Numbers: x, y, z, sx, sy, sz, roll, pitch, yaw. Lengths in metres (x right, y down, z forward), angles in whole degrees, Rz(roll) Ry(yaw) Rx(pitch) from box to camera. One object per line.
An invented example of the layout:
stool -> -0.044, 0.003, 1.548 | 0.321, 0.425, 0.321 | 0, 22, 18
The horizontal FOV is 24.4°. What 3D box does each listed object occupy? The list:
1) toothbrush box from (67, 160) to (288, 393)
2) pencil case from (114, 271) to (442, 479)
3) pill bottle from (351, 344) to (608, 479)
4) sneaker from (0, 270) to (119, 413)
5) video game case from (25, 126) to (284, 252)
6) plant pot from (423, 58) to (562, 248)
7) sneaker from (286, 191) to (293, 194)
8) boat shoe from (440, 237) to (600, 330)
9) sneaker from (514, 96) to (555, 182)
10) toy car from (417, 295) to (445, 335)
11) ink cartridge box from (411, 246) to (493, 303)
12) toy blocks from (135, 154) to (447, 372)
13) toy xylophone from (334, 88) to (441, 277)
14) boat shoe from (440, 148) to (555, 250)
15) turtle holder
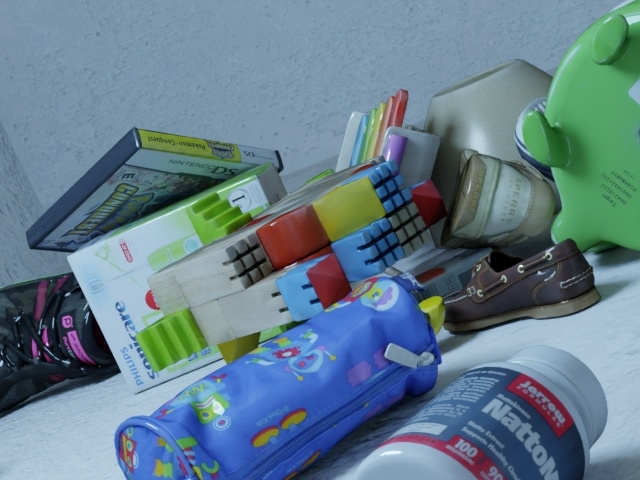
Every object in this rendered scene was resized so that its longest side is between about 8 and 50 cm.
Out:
toothbrush box -> -0.156, 0.048, 1.964 | 0.283, 0.206, 0.122 | -22, 8, 14
pencil case -> -0.025, 0.142, 1.287 | 0.306, 0.119, 0.133 | -29, 20, -30
pill bottle -> 0.108, 0.139, 0.943 | 0.108, 0.108, 0.180 | -17, 11, 41
sneaker -> -0.390, 0.131, 2.209 | 0.482, 0.185, 0.202 | -26, 4, -5
video game case -> -0.226, -0.055, 2.024 | 0.248, 0.035, 0.275 | 6, -33, -43
plant pot -> 0.247, -0.134, 2.008 | 0.284, 0.191, 0.284 | -24, 9, 4
sneaker -> -0.086, -0.005, 2.239 | 0.350, 0.131, 0.148 | -9, 15, 27
boat shoe -> 0.188, 0.042, 1.474 | 0.073, 0.073, 0.207 | -33, 10, -40
sneaker -> 0.316, -0.103, 1.761 | 0.321, 0.126, 0.127 | -21, -42, -53
toy car -> -0.001, 0.140, 1.464 | 0.239, 0.053, 0.225 | -20, 10, 33
ink cartridge box -> 0.110, 0.054, 1.724 | 0.145, 0.045, 0.179 | -27, 11, -19
toy blocks -> 0.000, 0.000, 1.648 | 0.261, 0.191, 0.381 | -19, 10, 45
toy xylophone -> 0.082, -0.072, 1.979 | 0.081, 0.236, 0.322 | 13, -2, -10
boat shoe -> 0.207, -0.037, 1.734 | 0.110, 0.122, 0.341 | 13, 5, 2
turtle holder -> 0.354, -0.100, 1.461 | 0.243, 0.320, 0.227 | 18, 32, 28
